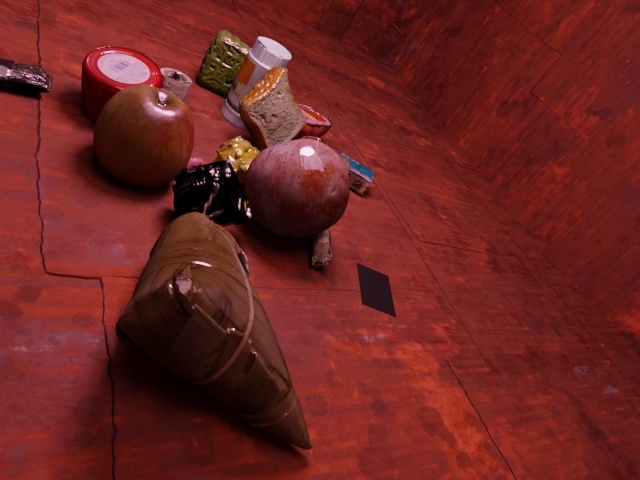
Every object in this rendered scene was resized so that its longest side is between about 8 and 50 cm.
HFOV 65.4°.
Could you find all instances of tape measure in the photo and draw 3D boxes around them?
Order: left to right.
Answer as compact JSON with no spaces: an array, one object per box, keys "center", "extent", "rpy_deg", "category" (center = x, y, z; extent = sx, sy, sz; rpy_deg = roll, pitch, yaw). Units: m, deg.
[{"center":[-0.292,-0.106,1.312],"extent":[0.186,0.199,0.112],"rpy_deg":[-12,46,9],"category":"tape measure"}]

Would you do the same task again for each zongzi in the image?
[{"center":[-0.198,0.172,1.118],"extent":[0.467,0.218,0.500],"rpy_deg":[55,8,-25],"category":"zongzi"}]

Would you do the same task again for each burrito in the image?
[{"center":[-0.002,0.001,1.560],"extent":[0.058,0.063,0.230],"rpy_deg":[32,32,-25],"category":"burrito"}]

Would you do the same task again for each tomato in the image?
[{"center":[-0.068,-0.156,1.472],"extent":[0.316,0.316,0.283],"rpy_deg":[4,69,-41],"category":"tomato"},{"center":[-0.074,-0.488,2.094],"extent":[0.228,0.112,0.199],"rpy_deg":[-6,43,-46],"category":"tomato"}]

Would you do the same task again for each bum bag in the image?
[{"center":[-0.854,-0.449,1.333],"extent":[0.248,0.069,0.102],"rpy_deg":[-3,64,-44],"category":"bum bag"}]

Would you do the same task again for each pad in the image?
[{"center":[0.176,0.154,1.586],"extent":[0.127,0.004,0.190],"rpy_deg":[24,34,-19],"category":"pad"}]

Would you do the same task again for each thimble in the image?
[{"center":[-0.522,-0.550,1.765],"extent":[0.102,0.090,0.115],"rpy_deg":[47,32,18],"category":"thimble"}]

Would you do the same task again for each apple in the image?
[{"center":[-0.462,-0.280,1.331],"extent":[0.256,0.234,0.257],"rpy_deg":[28,33,-20],"category":"apple"}]

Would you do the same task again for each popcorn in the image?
[{"center":[-0.256,-0.241,1.576],"extent":[0.173,0.142,0.173],"rpy_deg":[42,17,-16],"category":"popcorn"}]

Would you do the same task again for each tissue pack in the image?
[{"center":[0.125,-0.272,2.024],"extent":[0.169,0.082,0.120],"rpy_deg":[31,31,-7],"category":"tissue pack"}]

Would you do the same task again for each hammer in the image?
[{"center":[-0.392,-0.232,1.514],"extent":[0.043,0.043,0.083],"rpy_deg":[46,34,16],"category":"hammer"}]

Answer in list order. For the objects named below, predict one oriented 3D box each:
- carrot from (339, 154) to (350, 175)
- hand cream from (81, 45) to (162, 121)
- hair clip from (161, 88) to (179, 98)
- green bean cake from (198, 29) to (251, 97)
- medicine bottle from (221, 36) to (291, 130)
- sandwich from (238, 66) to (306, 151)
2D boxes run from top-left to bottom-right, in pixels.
[{"center":[-0.023,-0.260,1.817],"extent":[0.301,0.139,0.139],"rpy_deg":[-4,49,-44],"category":"carrot"},{"center":[-0.586,-0.450,1.471],"extent":[0.230,0.149,0.230],"rpy_deg":[13,48,-15],"category":"hand cream"},{"center":[-0.609,-0.529,1.678],"extent":[0.358,0.110,0.095],"rpy_deg":[44,-8,20],"category":"hair clip"},{"center":[-0.341,-0.679,1.985],"extent":[0.248,0.222,0.125],"rpy_deg":[22,33,-27],"category":"green bean cake"},{"center":[-0.239,-0.583,1.861],"extent":[0.158,0.318,0.158],"rpy_deg":[25,34,-18],"category":"medicine bottle"},{"center":[-0.168,-0.456,1.792],"extent":[0.087,0.226,0.251],"rpy_deg":[35,-17,38],"category":"sandwich"}]
